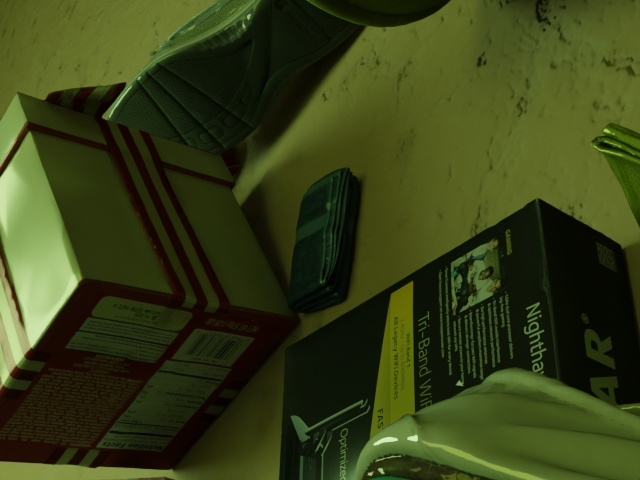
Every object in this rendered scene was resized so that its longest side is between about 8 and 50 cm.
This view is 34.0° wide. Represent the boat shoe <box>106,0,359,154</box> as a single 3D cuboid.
[{"bbox_3d":[-0.081,-0.189,1.051,0.320,0.118,0.103,-39,23,17],"label":"boat shoe"}]

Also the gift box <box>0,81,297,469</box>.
[{"bbox_3d":[-0.185,0.023,0.941,0.276,0.255,0.258,-48,49,21],"label":"gift box"}]

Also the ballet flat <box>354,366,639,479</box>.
[{"bbox_3d":[0.195,0.127,0.368,0.400,0.139,0.139,15,81,37],"label":"ballet flat"}]

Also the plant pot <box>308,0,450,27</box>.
[{"bbox_3d":[0.144,-0.350,0.644,0.353,0.366,0.366,-5,64,44],"label":"plant pot"}]

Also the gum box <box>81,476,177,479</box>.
[{"bbox_3d":[-0.169,0.270,0.924,0.188,0.062,0.107,-18,53,51],"label":"gum box"}]

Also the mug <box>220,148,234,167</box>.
[{"bbox_3d":[-0.166,-0.084,1.166,0.113,0.150,0.169,93,-179,-52],"label":"mug"}]

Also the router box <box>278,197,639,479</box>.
[{"bbox_3d":[0.074,0.164,0.603,0.243,0.081,0.308,-34,42,41],"label":"router box"}]

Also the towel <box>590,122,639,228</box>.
[{"bbox_3d":[0.213,0.020,0.476,0.021,0.102,0.237,-36,31,-5],"label":"towel"}]

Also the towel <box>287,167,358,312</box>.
[{"bbox_3d":[0.000,0.000,0.889,0.067,0.029,0.119,-27,47,48],"label":"towel"}]
